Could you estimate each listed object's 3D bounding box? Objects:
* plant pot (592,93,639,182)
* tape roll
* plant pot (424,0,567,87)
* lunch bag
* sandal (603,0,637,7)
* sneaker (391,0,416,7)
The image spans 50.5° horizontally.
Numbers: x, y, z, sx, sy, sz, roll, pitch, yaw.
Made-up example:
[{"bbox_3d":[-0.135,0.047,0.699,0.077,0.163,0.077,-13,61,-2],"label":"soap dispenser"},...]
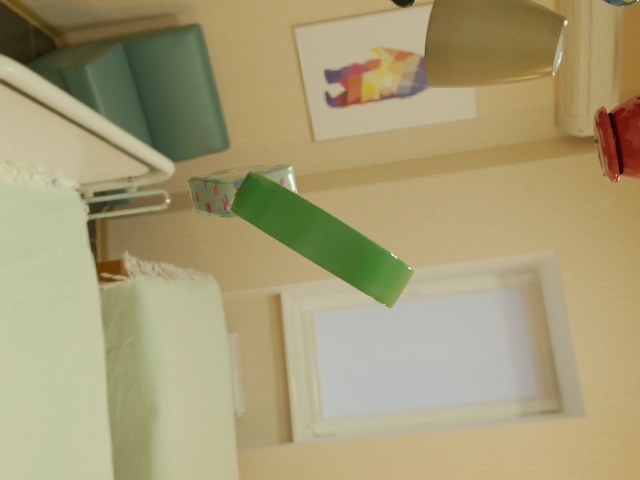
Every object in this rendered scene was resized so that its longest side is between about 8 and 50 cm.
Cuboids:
[{"bbox_3d":[0.678,-0.216,1.434,0.191,0.174,0.191,-11,90,-71],"label":"plant pot"},{"bbox_3d":[0.000,0.000,1.128,0.077,0.321,0.321,-59,170,-2],"label":"tape roll"},{"bbox_3d":[0.410,-0.458,1.556,0.256,0.274,0.256,-48,146,-49],"label":"plant pot"},{"bbox_3d":[-0.194,-0.131,1.740,0.279,0.224,0.107,10,-68,55],"label":"lunch bag"},{"bbox_3d":[0.598,-0.588,1.423,0.138,0.126,0.317,37,34,-43],"label":"sandal"},{"bbox_3d":[0.168,-0.730,1.730,0.283,0.107,0.124,68,22,-17],"label":"sneaker"}]
